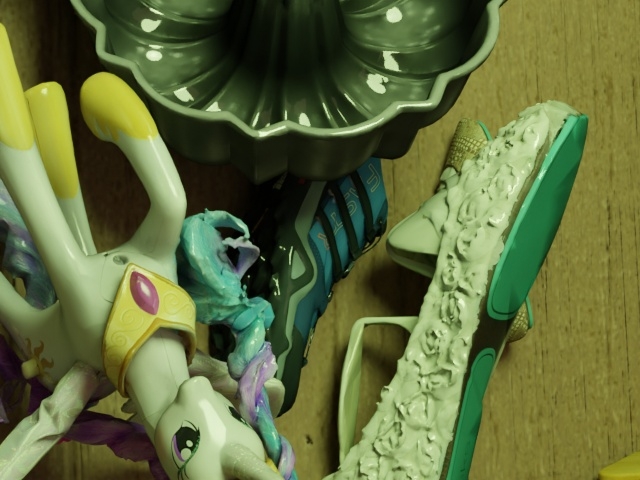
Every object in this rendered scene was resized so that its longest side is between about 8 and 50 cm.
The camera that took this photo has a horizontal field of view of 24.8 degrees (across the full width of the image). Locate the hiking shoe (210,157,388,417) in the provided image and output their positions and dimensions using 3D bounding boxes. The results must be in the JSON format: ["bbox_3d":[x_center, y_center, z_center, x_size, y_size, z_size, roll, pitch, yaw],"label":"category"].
[{"bbox_3d":[0.000,0.000,1.186,0.132,0.113,0.304,15,80,-30],"label":"hiking shoe"}]

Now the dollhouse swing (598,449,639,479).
[{"bbox_3d":[0.377,0.380,1.300,0.305,0.315,0.347,-19,99,-60],"label":"dollhouse swing"}]

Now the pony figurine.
[{"bbox_3d":[-0.159,0.076,0.982,0.302,0.351,0.364,-22,79,-33],"label":"pony figurine"}]

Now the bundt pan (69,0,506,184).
[{"bbox_3d":[-0.025,-0.177,1.107,0.330,0.124,0.331,2,58,-3],"label":"bundt pan"}]

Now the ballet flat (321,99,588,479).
[{"bbox_3d":[0.096,0.062,1.206,0.147,0.147,0.409,21,87,-30],"label":"ballet flat"}]

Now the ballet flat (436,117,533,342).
[{"bbox_3d":[0.136,-0.004,1.301,0.067,0.073,0.206,-15,92,-17],"label":"ballet flat"}]
